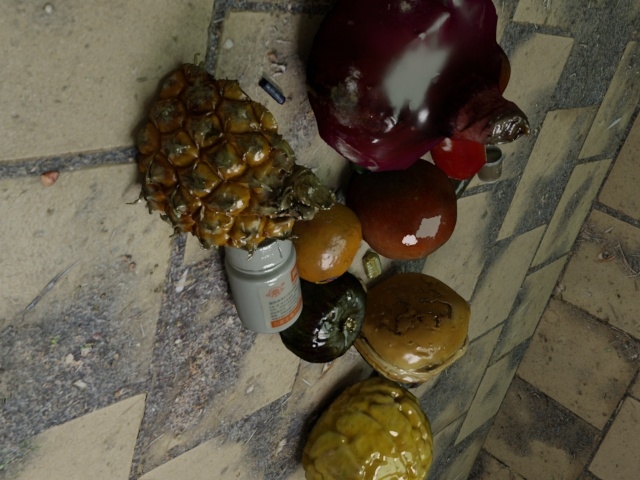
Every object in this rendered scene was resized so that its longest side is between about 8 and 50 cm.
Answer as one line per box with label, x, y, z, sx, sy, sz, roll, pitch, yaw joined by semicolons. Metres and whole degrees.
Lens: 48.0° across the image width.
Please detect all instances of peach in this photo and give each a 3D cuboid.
peach;0.175;-0.075;1.600;0.252;0.252;0.253;-36;143;-33

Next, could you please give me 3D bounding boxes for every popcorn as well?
popcorn;0.140;0.597;2.050;0.354;0.344;0.390;-5;127;-61

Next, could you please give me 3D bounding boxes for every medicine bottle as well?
medicine bottle;-0.114;0.058;1.405;0.144;0.144;0.252;-41;145;-26

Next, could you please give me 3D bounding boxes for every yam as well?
yam;0.352;-0.114;2.004;0.274;0.061;0.061;-56;149;-1

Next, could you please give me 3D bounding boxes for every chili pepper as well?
chili pepper;0.323;-0.280;1.740;0.131;0.134;0.338;-37;147;-9

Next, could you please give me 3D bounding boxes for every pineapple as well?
pineapple;-0.143;-0.065;1.111;0.209;0.286;0.344;-43;145;-23

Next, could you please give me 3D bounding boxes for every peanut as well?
peanut;0.084;0.115;1.831;0.054;0.054;0.113;-56;149;-3

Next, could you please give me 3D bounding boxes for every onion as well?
onion;0.207;-0.280;1.295;0.398;0.420;0.398;-41;152;-27

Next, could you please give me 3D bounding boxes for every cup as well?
cup;0.488;-0.231;2.099;0.074;0.102;0.099;-15;144;3

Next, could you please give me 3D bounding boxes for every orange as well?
orange;0.003;0.001;1.508;0.177;0.155;0.178;-38;155;-22

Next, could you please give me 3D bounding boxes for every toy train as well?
toy train;-0.082;-0.263;1.284;0.017;0.017;0.083;-57;150;0

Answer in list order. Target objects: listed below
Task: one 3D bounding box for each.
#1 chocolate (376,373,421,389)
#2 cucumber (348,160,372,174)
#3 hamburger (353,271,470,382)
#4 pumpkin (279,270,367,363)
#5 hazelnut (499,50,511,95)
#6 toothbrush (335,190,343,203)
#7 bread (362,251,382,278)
chocolate;0.262;0.447;2.325;0.248;0.110;0.110;-9;124;-49
cucumber;0.117;-0.216;1.553;0.193;0.115;0.085;-34;-175;-42
hamburger;0.234;0.224;1.911;0.304;0.284;0.174;-28;140;-34
pumpkin;0.014;0.179;1.677;0.238;0.159;0.238;-30;135;-34
hazelnut;0.300;-0.362;1.553;0.181;0.212;0.181;-16;129;-59
toothbrush;-0.016;0.004;1.606;0.263;0.026;0.022;-58;156;0
bread;0.133;0.063;1.868;0.049;0.034;0.088;-34;140;-11
